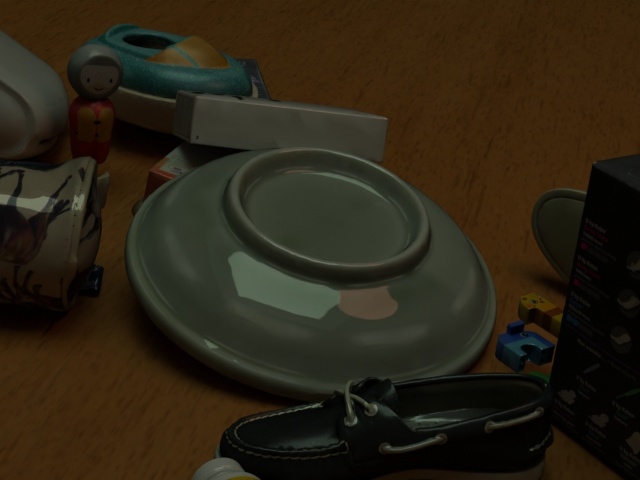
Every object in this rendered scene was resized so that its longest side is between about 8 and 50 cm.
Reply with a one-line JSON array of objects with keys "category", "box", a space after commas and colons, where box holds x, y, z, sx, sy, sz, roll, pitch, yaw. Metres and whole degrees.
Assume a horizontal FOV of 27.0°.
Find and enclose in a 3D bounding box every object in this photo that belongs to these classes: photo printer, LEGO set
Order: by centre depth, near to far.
[{"category": "LEGO set", "box": [0.213, 0.106, 1.325, 0.227, 0.087, 0.093, -12, 32, -35]}, {"category": "photo printer", "box": [-0.457, -0.222, 1.686, 0.307, 0.107, 0.256, 36, 11, -11]}]

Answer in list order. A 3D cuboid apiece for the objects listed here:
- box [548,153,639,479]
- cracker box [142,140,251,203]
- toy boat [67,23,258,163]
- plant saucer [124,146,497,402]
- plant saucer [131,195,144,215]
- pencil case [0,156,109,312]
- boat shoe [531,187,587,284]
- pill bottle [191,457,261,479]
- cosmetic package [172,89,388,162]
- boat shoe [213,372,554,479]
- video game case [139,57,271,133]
[{"category": "box", "box": [0.329, 0.065, 1.222, 0.165, 0.270, 0.143, -12, 31, -32]}, {"category": "cracker box", "box": [-0.097, -0.072, 1.622, 0.156, 0.067, 0.232, 21, 29, 11]}, {"category": "toy boat", "box": [-0.228, -0.209, 1.739, 0.268, 0.148, 0.318, 16, 25, 17]}, {"category": "plant saucer", "box": [0.000, 0.000, 1.394, 0.401, 0.100, 0.400, 9, 36, -6]}, {"category": "plant saucer", "box": [-0.187, -0.041, 1.618, 0.083, 0.015, 0.083, 5, 26, -2]}, {"category": "pencil case", "box": [-0.428, -0.029, 1.378, 0.410, 0.159, 0.183, 7, 16, 1]}, {"category": "boat shoe", "box": [0.398, 0.030, 1.476, 0.340, 0.127, 0.113, 25, 31, 31]}, {"category": "pill bottle", "box": [-0.062, 0.222, 1.048, 0.065, 0.065, 0.116, -7, 29, -25]}, {"category": "cosmetic package", "box": [-0.048, -0.137, 1.598, 0.239, 0.060, 0.099, 5, 11, -20]}, {"category": "boat shoe", "box": [0.058, 0.160, 1.171, 0.303, 0.091, 0.114, -2, 27, -17]}, {"category": "video game case", "box": [-0.174, -0.216, 1.969, 0.196, 0.026, 0.274, 1, 26, -11]}]
